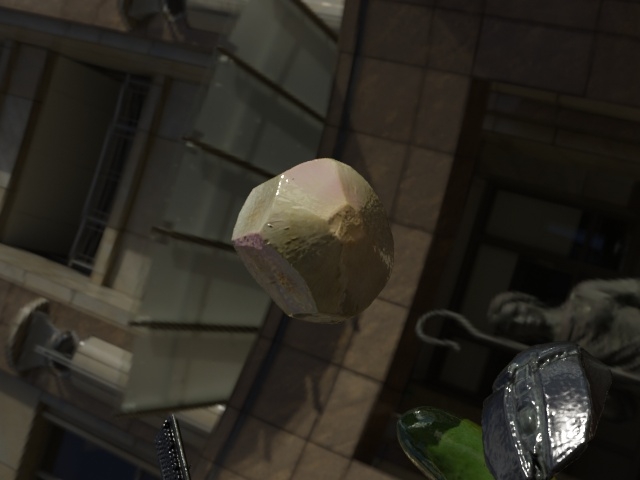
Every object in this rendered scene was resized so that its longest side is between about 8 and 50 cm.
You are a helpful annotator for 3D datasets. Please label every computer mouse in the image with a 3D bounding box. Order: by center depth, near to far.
[{"bbox_3d":[0.185,0.134,0.805,0.062,0.106,0.192,53,-154,-8],"label":"computer mouse"}]

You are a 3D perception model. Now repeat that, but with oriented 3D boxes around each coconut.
[{"bbox_3d":[0.000,0.000,1.326,0.197,0.237,0.236,-31,-48,-26],"label":"coconut"}]

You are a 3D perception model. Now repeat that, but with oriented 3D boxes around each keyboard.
[{"bbox_3d":[-0.241,0.405,1.613,0.025,0.230,0.093,11,-54,-30],"label":"keyboard"}]

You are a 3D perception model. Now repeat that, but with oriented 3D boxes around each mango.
[{"bbox_3d":[0.209,0.312,1.281,0.114,0.251,0.156,-62,-12,11],"label":"mango"}]
